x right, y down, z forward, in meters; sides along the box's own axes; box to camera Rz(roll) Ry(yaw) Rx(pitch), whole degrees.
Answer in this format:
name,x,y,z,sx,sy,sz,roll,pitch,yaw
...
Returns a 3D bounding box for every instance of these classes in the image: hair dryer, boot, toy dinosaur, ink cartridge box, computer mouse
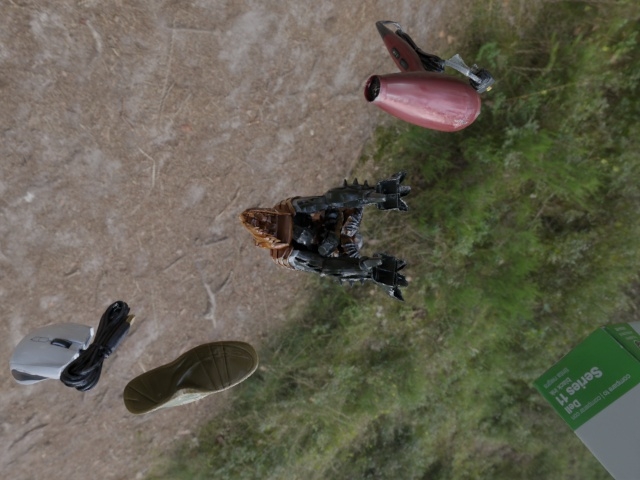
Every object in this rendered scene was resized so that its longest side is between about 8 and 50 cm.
name,x,y,z,sx,sy,sz,roll,pitch,yaw
hair dryer,0.144,-0.248,0.696,0.293,0.224,0.080,-48,166,-51
boot,-0.197,0.227,0.762,0.213,0.077,0.165,-21,165,-2
toy dinosaur,0.000,0.000,0.606,0.322,0.218,0.164,-35,122,-60
ink cartridge box,0.309,0.174,0.375,0.153,0.208,0.087,9,126,-43
computer mouse,-0.294,0.121,0.502,0.042,0.193,0.106,54,35,-32
